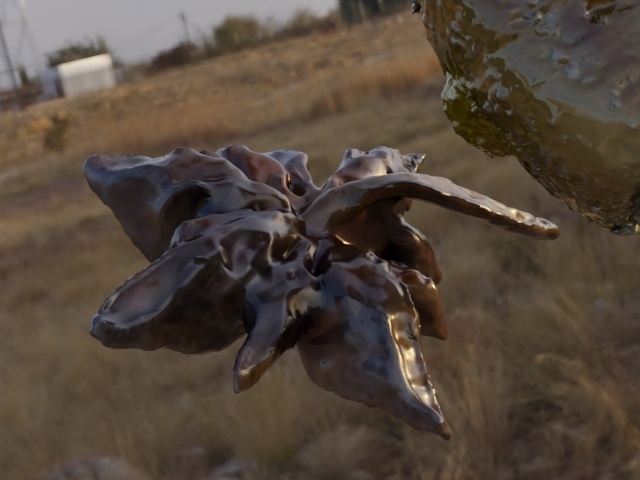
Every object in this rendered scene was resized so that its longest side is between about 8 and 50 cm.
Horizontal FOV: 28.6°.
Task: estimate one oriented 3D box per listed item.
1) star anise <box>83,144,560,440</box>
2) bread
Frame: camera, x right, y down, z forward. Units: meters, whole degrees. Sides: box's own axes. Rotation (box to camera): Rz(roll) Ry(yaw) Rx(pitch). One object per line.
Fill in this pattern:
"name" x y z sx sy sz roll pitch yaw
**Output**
"star anise" -0.001 0.003 0.869 0.349 0.109 0.292 18 48 -3
"bread" 0.167 -0.106 0.751 0.176 0.246 0.195 -47 -19 20
